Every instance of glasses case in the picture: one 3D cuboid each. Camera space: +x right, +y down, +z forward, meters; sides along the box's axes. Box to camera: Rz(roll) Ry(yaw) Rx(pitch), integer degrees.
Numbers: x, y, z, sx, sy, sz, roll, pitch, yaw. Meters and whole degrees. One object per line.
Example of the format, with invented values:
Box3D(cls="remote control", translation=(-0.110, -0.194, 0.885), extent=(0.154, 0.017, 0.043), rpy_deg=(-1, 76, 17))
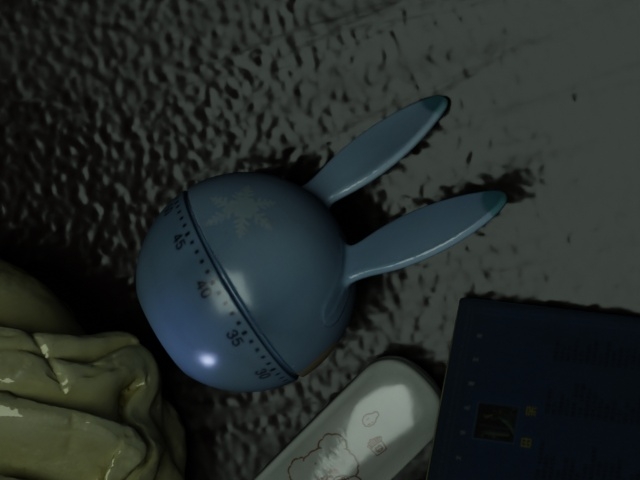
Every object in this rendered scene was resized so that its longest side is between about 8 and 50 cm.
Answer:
Box3D(cls="glasses case", translation=(0.013, 0.166, 1.392), extent=(0.074, 0.049, 0.193), rpy_deg=(46, 104, 5))

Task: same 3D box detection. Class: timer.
Box3D(cls="timer", translation=(-0.007, 0.016, 1.345), extent=(0.255, 0.175, 0.175), rpy_deg=(-16, 94, -14))

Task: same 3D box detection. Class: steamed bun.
Box3D(cls="steamed bun", translation=(-0.250, 0.153, 1.378), extent=(0.276, 0.203, 0.289), rpy_deg=(-2, 96, 15))

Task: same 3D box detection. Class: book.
Box3D(cls="book", translation=(0.213, 0.141, 1.299), extent=(0.269, 0.025, 0.191), rpy_deg=(6, 62, 13))
